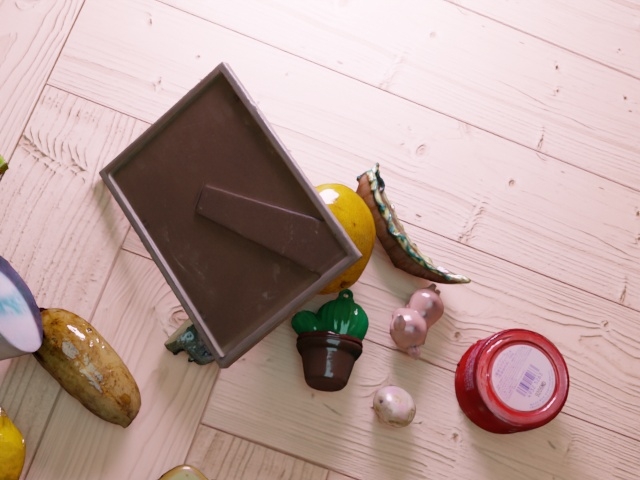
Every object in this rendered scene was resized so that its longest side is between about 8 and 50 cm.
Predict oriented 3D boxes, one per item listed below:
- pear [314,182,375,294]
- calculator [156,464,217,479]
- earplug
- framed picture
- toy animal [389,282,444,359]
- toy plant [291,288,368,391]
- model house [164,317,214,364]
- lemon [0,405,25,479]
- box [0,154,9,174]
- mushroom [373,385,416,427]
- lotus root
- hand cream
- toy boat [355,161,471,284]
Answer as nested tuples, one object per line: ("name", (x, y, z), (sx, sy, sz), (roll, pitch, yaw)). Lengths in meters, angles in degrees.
("pear", (0.000, 0.000, 1.760), (0.209, 0.209, 0.209), (3, 75, -10))
("calculator", (-0.263, 0.495, 1.664), (0.157, 0.033, 0.236), (46, 70, 4))
("earplug", (-0.646, 0.167, 1.596), (0.324, 0.185, 0.185), (-26, 81, 8))
("framed picture", (-0.168, -0.048, 1.704), (0.326, 0.028, 0.446), (-39, 73, 16))
("toy animal", (0.181, 0.144, 1.821), (0.083, 0.089, 0.150), (33, 63, 3))
("toy plant", (0.015, 0.174, 1.774), (0.143, 0.105, 0.200), (5, 56, 3))
("model house", (-0.224, 0.188, 1.748), (0.083, 0.066, 0.079), (49, 60, -14))
("lemon", (-0.571, 0.363, 1.568), (0.180, 0.180, 0.193), (3, 74, -10))
("box", (-0.730, -0.205, 1.756), (0.173, 0.043, 0.311), (-39, 86, -18))
("mushroom", (0.134, 0.306, 1.777), (0.083, 0.067, 0.083), (20, 37, -16))
("lotus root", (-0.408, 0.214, 1.681), (0.258, 0.097, 0.110), (45, 69, -1))
("hand cream", (0.355, 0.262, 1.801), (0.193, 0.125, 0.193), (2, 75, -8))
("toy boat", (0.159, -0.009, 1.848), (0.099, 0.108, 0.293), (-38, 83, 8))
